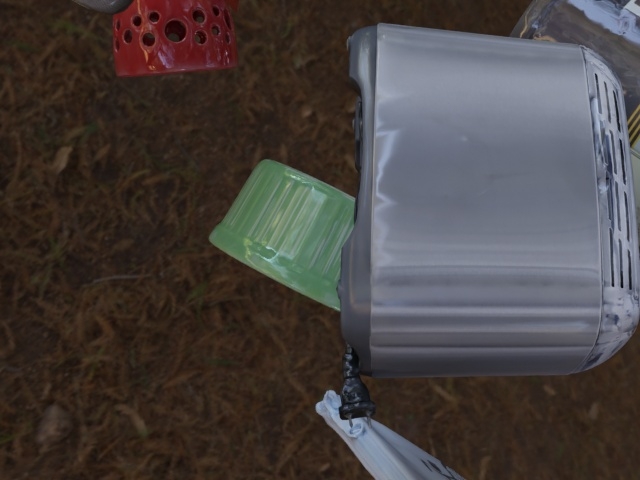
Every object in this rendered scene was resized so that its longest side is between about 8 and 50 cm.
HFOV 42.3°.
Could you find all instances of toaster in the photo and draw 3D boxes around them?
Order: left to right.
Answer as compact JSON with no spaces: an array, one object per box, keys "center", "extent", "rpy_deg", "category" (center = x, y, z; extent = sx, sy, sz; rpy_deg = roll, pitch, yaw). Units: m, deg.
[{"center":[0.086,-0.011,0.456],"extent":[0.146,0.129,0.227],"rpy_deg":[1,67,6],"category":"toaster"}]

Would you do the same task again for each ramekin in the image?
[{"center":[0.000,0.000,1.238],"extent":[0.303,0.303,0.148],"rpy_deg":[27,90,-31],"category":"ramekin"}]

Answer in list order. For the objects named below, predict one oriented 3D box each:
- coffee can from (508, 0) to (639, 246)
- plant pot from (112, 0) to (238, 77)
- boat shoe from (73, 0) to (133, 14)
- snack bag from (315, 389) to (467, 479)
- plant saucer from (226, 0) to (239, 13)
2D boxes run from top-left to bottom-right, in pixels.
[{"center":[0.296,-0.086,0.646],"extent":[0.201,0.202,0.275],"rpy_deg":[-18,52,-45],"category":"coffee can"},{"center":[-0.230,-0.343,1.274],"extent":[0.191,0.191,0.174],"rpy_deg":[-18,106,-46],"category":"plant pot"},{"center":[-0.320,-0.411,0.977],"extent":[0.355,0.132,0.130],"rpy_deg":[51,13,5],"category":"boat shoe"},{"center":[0.168,0.245,0.529],"extent":[0.342,0.323,0.037],"rpy_deg":[37,90,-24],"category":"snack bag"},{"center":[-0.155,-0.607,1.581],"extent":[0.047,0.258,0.259],"rpy_deg":[7,80,-8],"category":"plant saucer"}]
